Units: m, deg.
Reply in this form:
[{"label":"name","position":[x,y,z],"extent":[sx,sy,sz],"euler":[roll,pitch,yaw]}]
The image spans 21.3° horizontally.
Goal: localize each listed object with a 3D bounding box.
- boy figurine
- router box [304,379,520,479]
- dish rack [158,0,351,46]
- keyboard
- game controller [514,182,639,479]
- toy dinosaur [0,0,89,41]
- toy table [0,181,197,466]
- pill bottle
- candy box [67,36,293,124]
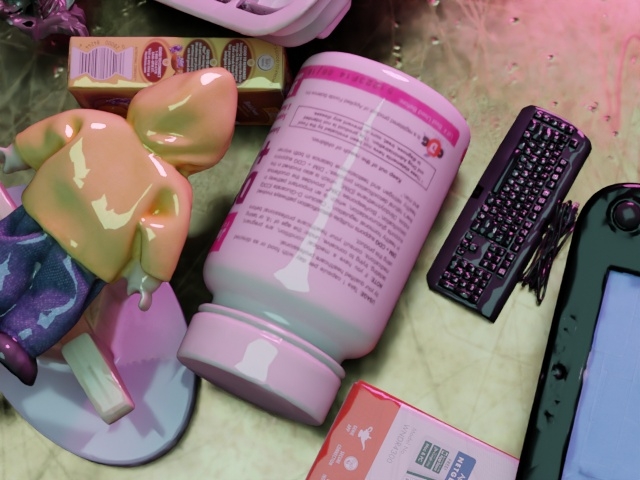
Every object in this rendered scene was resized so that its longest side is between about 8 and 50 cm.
[{"label":"boy figurine","position":[-0.176,-0.031,1.324],"extent":[0.177,0.092,0.285],"euler":[37,80,13]},{"label":"router box","position":[0.090,0.329,1.387],"extent":[0.301,0.082,0.335],"euler":[25,79,9]},{"label":"dish rack","position":[0.000,-0.310,1.497],"extent":[0.333,0.072,0.285],"euler":[-53,40,-9]},{"label":"keyboard","position":[0.177,-0.024,1.489],"extent":[0.100,0.038,0.192],"euler":[28,81,9]},{"label":"game controller","position":[0.253,0.119,1.324],"extent":[0.166,0.067,0.319],"euler":[13,88,16]},{"label":"toy dinosaur","position":[-0.265,-0.305,1.482],"extent":[0.322,0.218,0.164],"euler":[-7,44,-39]},{"label":"toy table","position":[-0.216,0.055,1.434],"extent":[0.252,0.161,0.274],"euler":[-44,77,-7]},{"label":"pill bottle","position":[0.000,0.000,1.426],"extent":[0.160,0.160,0.283],"euler":[23,76,9]},{"label":"candy box","position":[-0.120,-0.139,1.499],"extent":[0.186,0.109,0.053],"euler":[-1,77,4]}]
